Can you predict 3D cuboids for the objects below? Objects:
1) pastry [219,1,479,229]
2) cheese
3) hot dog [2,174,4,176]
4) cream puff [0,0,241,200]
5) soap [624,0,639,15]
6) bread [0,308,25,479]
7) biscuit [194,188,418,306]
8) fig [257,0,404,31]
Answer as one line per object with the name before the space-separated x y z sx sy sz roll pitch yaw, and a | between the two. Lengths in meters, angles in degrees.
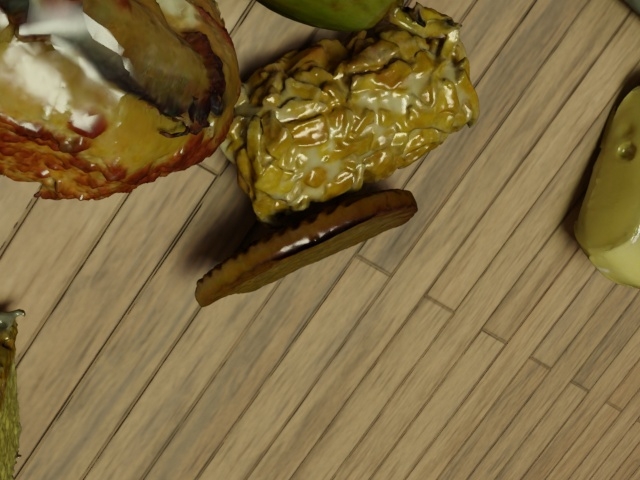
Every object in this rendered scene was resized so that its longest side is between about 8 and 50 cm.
pastry | 0.030 -0.119 0.585 0.250 0.102 0.154 -29 129 -11
cheese | 0.469 -0.053 0.860 0.316 0.128 0.260 13 106 -36
hot dog | -0.189 -0.082 0.515 0.165 0.045 0.071 -3 115 -28
cream puff | -0.158 -0.128 0.398 0.164 0.240 0.240 -33 129 13
soap | 0.559 -0.317 0.716 0.435 0.213 0.350 15 110 -35
bread | -0.287 0.147 0.523 0.127 0.152 0.147 -5 127 -26
biscuit | 0.000 -0.001 0.639 0.176 0.031 0.228 -30 172 36
fig | -0.006 -0.225 0.480 0.144 0.154 0.166 -25 122 33
